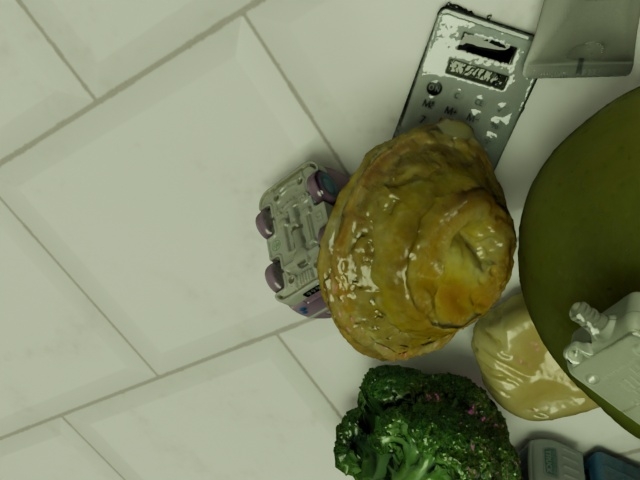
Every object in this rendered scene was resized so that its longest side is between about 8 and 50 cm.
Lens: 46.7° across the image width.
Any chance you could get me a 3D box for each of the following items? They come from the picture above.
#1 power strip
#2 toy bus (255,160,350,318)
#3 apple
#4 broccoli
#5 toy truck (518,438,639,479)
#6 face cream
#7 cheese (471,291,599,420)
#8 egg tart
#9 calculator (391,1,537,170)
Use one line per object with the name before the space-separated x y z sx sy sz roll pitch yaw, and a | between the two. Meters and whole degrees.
power strip | 0.367 0.160 0.702 0.338 0.058 0.098 36 134 -4
toy bus | 0.000 0.000 1.094 0.142 0.203 0.142 -34 142 31
apple | 0.467 0.029 0.875 0.473 0.474 0.474 6 124 9
broccoli | 0.180 0.381 1.235 0.321 0.310 0.413 26 159 -23
toy truck | 0.504 0.489 1.330 0.367 0.146 0.175 23 125 -4
face cream | 0.331 -0.331 0.865 0.143 0.089 0.314 -2 128 -1
cheese | 0.360 0.176 1.181 0.225 0.117 0.214 -12 116 14
egg tart | 0.148 0.015 0.979 0.341 0.129 0.341 -10 110 -29
calculator | 0.198 -0.184 1.028 0.161 0.021 0.262 17 125 0
